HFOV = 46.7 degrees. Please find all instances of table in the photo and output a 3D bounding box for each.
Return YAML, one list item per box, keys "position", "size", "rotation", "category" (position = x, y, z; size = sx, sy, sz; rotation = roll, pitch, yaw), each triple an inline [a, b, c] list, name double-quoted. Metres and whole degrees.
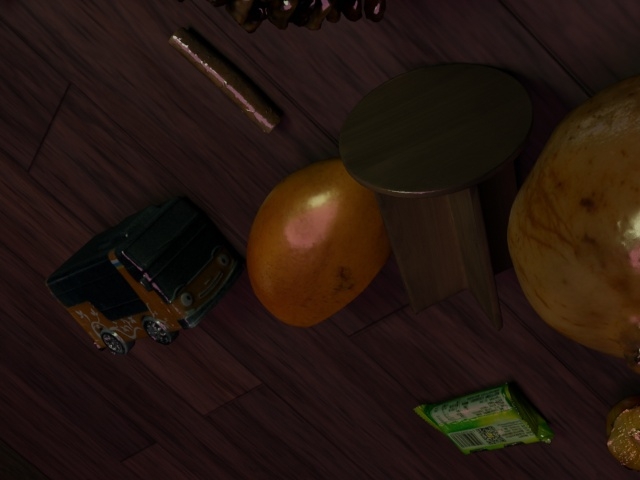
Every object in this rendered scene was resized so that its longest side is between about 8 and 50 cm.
- position: [0.127, -0.026, 0.707]
  size: [0.167, 0.167, 0.227]
  rotation: [9, 142, 29]
  category: "table"

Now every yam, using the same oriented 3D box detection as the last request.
- position: [-0.102, -0.174, 0.805]
  size: [0.145, 0.032, 0.032]
  rotation: [41, 140, -7]
  category: "yam"

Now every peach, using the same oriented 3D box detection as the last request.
- position: [0.363, 0.205, 0.820]
  size: [0.098, 0.061, 0.098]
  rotation: [5, 118, 9]
  category: "peach"

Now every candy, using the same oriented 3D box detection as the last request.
- position: [0.214, 0.238, 0.980]
  size: [0.102, 0.032, 0.178]
  rotation: [48, 140, -8]
  category: "candy"

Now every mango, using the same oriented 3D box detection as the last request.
- position: [0.000, 0.000, 0.829]
  size: [0.153, 0.126, 0.252]
  rotation: [25, 139, -4]
  category: "mango"

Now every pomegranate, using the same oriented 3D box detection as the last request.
- position: [0.264, -0.009, 0.552]
  size: [0.248, 0.248, 0.248]
  rotation: [19, 137, 19]
  category: "pomegranate"

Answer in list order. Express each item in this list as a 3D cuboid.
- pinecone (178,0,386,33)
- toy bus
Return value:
- position: [-0.024, -0.262, 0.524]
  size: [0.243, 0.244, 0.257]
  rotation: [-12, 163, 42]
  category: "pinecone"
- position: [-0.255, 0.053, 1.054]
  size: [0.275, 0.138, 0.167]
  rotation: [-16, 116, 46]
  category: "toy bus"
